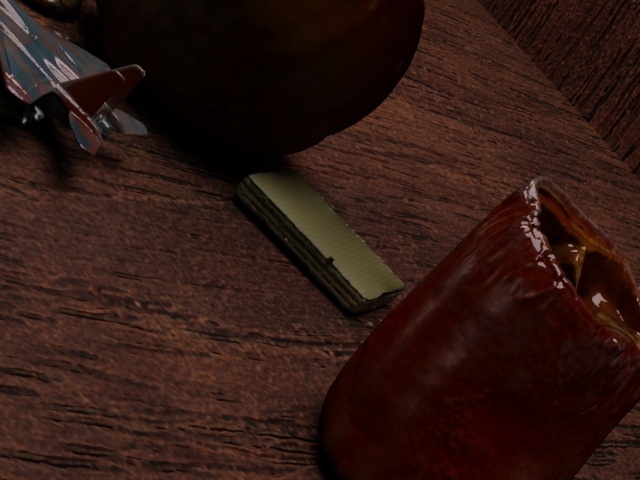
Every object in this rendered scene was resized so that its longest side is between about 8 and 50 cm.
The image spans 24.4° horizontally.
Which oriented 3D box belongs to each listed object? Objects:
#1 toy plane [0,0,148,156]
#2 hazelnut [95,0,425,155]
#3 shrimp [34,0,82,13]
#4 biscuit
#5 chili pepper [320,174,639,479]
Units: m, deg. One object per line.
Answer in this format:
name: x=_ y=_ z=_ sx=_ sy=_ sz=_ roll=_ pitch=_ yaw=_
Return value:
toy plane: x=-0.316 y=-0.204 z=1.477 sx=0.326 sy=0.104 sz=0.223 roll=37 pitch=20 yaw=6
hazelnut: x=-0.077 y=-0.285 z=1.742 sx=0.359 sy=0.359 sz=0.409 roll=16 pitch=36 yaw=-46
shrimp: x=-0.313 y=-0.317 z=1.781 sx=0.091 sy=0.043 sz=0.184 roll=35 pitch=22 yaw=-1
biscuit: x=0.000 y=0.000 z=1.667 sx=0.199 sy=0.040 sz=0.121 roll=46 pitch=20 yaw=13
chili pepper: x=0.172 y=0.127 z=1.345 sx=0.251 sy=0.305 sz=0.229 roll=34 pitch=24 yaw=-19
